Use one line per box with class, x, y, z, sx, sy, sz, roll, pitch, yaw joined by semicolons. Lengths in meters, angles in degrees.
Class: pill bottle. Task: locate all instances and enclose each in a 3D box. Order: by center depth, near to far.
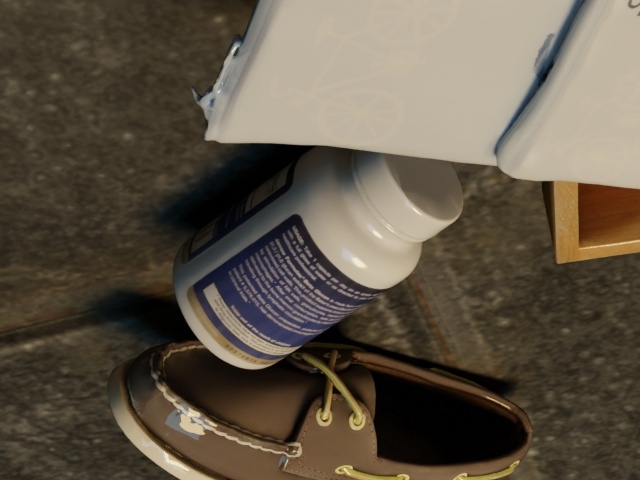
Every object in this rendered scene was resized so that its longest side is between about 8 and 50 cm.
pill bottle;0.000;0.000;1.148;0.094;0.094;0.169;25;134;-37

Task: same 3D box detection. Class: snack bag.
snack bag;0.139;-0.128;0.918;0.342;0.037;0.323;6;143;-17

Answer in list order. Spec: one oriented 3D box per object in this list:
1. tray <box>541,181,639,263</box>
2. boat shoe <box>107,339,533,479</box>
tray;0.212;-0.145;1.001;0.202;0.076;0.411;-8;144;3
boat shoe;0.007;0.118;1.304;0.324;0.117;0.096;20;132;-38
